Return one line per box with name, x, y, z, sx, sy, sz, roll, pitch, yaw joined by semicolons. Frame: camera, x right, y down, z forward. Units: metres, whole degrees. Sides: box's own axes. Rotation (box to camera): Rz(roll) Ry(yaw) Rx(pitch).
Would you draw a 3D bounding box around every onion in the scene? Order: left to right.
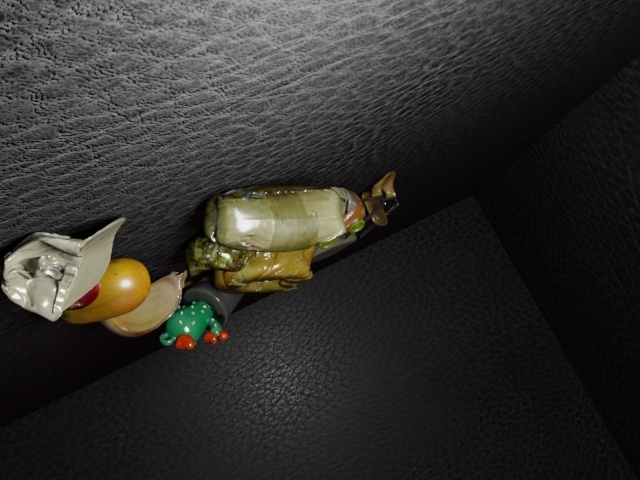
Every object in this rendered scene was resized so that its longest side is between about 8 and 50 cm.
onion;-0.561;0.100;1.346;0.131;0.131;0.131;-27;171;-5

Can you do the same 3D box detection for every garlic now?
garlic;-0.544;0.198;1.902;0.338;0.151;0.196;-17;141;-41

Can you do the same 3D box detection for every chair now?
chair;0.191;-0.128;2.205;0.247;0.172;0.159;-24;172;24

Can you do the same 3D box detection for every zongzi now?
zongzi;-0.182;-0.058;1.591;0.356;0.174;0.393;-4;-175;-35

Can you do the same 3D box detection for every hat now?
hat;-0.522;0.029;1.219;0.214;0.149;0.244;-59;-169;28

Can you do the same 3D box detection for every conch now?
conch;-0.292;0.028;1.703;0.181;0.124;0.187;-11;-165;-24

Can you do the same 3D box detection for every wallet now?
wallet;-0.528;0.193;2.270;0.095;0.026;0.176;-18;166;-20

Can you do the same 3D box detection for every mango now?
mango;-0.550;0.133;1.526;0.254;0.139;0.175;-22;161;14

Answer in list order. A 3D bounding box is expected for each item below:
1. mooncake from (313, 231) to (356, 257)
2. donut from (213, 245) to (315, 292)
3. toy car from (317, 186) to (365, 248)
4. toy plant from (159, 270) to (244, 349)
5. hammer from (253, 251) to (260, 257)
mooncake;0.000;0.000;2.335;0.275;0.135;0.275;-22;176;-2
donut;-0.187;0.084;2.051;0.360;0.170;0.360;-7;166;-2
toy car;0.032;-0.101;1.989;0.235;0.145;0.235;-24;154;-13
toy plant;-0.428;0.247;2.108;0.185;0.279;0.400;-50;-179;41
hammer;-0.227;-0.004;1.632;0.028;0.060;0.195;0;164;37
